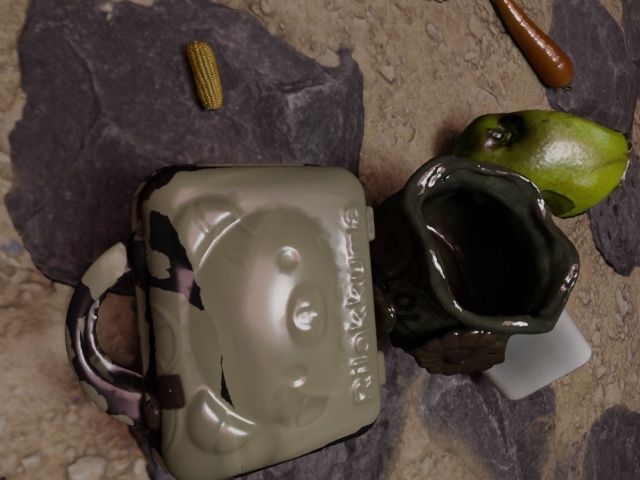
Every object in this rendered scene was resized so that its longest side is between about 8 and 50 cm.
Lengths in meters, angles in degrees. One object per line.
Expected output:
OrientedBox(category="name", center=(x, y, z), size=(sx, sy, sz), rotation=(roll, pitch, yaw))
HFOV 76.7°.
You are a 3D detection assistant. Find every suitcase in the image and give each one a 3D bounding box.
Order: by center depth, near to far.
OrientedBox(category="suitcase", center=(-0.095, 0.087, 0.469), size=(0.338, 0.194, 0.352), rotation=(-4, 89, -25))

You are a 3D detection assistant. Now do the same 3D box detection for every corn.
OrientedBox(category="corn", center=(-0.155, -0.221, 0.546), size=(0.037, 0.037, 0.093), rotation=(-14, 97, -31))

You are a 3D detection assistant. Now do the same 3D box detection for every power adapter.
OrientedBox(category="power adapter", center=(0.376, 0.187, 0.757), size=(0.187, 0.124, 0.255), rotation=(-37, 111, 15))

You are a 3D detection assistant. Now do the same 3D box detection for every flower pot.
OrientedBox(category="flower pot", center=(0.190, 0.040, 0.599), size=(0.301, 0.213, 0.302), rotation=(8, 64, -16))

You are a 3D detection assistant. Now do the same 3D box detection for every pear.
OrientedBox(category="pear", center=(0.388, -0.143, 0.751), size=(0.255, 0.238, 0.164), rotation=(11, 87, -32))

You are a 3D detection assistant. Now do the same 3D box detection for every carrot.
OrientedBox(category="carrot", center=(0.494, -0.461, 0.940), size=(0.335, 0.069, 0.069), rotation=(35, 70, -21))

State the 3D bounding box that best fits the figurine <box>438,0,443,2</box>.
OrientedBox(category="figurine", center=(0.247, -0.506, 0.798), size=(0.083, 0.050, 0.047), rotation=(-29, 96, -29))
